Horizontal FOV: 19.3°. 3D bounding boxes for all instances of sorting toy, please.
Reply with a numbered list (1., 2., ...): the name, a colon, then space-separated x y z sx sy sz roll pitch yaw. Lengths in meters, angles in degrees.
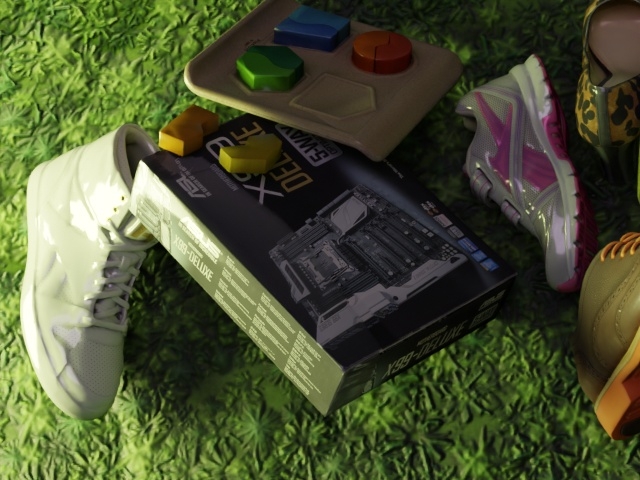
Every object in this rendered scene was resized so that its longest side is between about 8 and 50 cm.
1. sorting toy: -0.016 -0.155 1.896 0.229 0.041 0.307 23 40 19

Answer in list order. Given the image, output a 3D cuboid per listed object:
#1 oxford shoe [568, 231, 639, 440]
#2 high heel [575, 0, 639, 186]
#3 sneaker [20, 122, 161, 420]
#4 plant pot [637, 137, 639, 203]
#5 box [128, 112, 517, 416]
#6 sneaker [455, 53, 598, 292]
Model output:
1. oxford shoe: 0.295 0.039 1.682 0.130 0.364 0.133 -20 60 -26
2. high heel: 0.295 -0.202 1.845 0.093 0.186 0.261 0 72 15
3. sneaker: -0.216 0.023 1.913 0.169 0.108 0.293 -26 63 38
4. plant pot: 0.409 -0.141 1.726 0.274 0.275 0.293 20 70 20
5. box: 0.000 0.000 1.846 0.242 0.076 0.307 -26 61 -36
6. sneaker: 0.203 -0.056 1.875 0.111 0.103 0.252 -18 62 12
